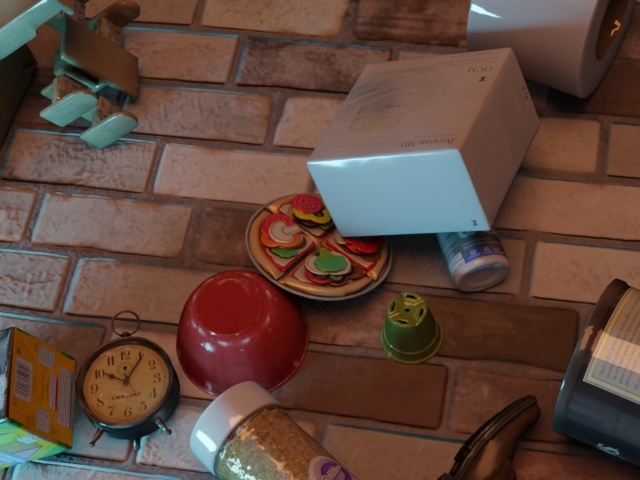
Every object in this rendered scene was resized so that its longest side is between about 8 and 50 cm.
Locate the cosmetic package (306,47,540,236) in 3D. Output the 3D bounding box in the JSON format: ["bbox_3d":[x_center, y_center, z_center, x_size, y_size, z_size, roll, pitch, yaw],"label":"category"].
[{"bbox_3d":[0.138,-0.128,1.933,0.224,0.138,0.225,-3,41,32],"label":"cosmetic package"}]

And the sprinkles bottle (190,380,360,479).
[{"bbox_3d":[-0.001,0.323,1.776,0.121,0.121,0.355,-42,64,-15],"label":"sprinkles bottle"}]

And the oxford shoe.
[{"bbox_3d":[0.206,0.286,1.802,0.096,0.083,0.227,40,72,6],"label":"oxford shoe"}]

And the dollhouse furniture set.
[{"bbox_3d":[-0.337,-0.293,2.090,0.161,0.242,0.212,-26,52,34],"label":"dollhouse furniture set"}]

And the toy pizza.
[{"bbox_3d":[0.000,0.000,1.970,0.201,0.032,0.201,7,44,-7],"label":"toy pizza"}]

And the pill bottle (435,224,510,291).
[{"bbox_3d":[0.195,-0.008,1.961,0.078,0.078,0.137,-18,60,-2],"label":"pill bottle"}]

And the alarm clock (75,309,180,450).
[{"bbox_3d":[-0.251,0.177,1.928,0.129,0.064,0.192,-9,62,4],"label":"alarm clock"}]

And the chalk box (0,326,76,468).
[{"bbox_3d":[-0.436,0.213,1.880,0.213,0.132,0.132,-17,59,26],"label":"chalk box"}]

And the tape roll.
[{"bbox_3d":[0.328,-0.336,2.034,0.169,0.246,0.246,23,66,19],"label":"tape roll"}]

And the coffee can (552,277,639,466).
[{"bbox_3d":[0.440,0.187,1.741,0.275,0.201,0.201,22,66,19],"label":"coffee can"}]

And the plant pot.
[{"bbox_3d":[0.115,0.106,1.907,0.083,0.079,0.083,-4,59,6],"label":"plant pot"}]

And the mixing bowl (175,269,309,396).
[{"bbox_3d":[-0.111,0.108,1.929,0.181,0.098,0.181,-4,61,7],"label":"mixing bowl"}]

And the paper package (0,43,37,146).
[{"bbox_3d":[-0.623,-0.209,2.145,0.324,0.168,0.309,9,61,14],"label":"paper package"}]
